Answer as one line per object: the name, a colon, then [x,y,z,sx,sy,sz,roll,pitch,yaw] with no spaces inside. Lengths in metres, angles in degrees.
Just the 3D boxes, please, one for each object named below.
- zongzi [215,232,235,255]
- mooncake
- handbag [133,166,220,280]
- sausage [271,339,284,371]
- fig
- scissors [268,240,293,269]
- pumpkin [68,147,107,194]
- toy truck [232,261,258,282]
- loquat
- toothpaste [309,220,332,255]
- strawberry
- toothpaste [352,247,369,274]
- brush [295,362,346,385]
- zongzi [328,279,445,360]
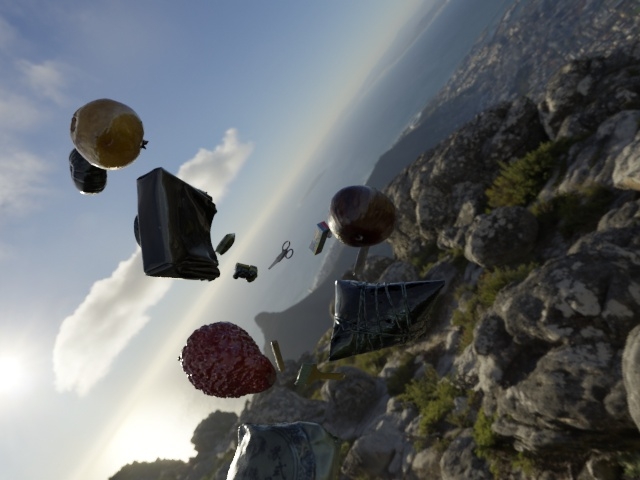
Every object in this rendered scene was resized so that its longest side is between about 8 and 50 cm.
zongzi: [-0.415,0.013,1.779,0.104,0.052,0.113,-50,10,4]
mooncake: [-0.090,0.498,0.806,0.255,0.136,0.250,-15,44,31]
handbag: [-0.373,-0.029,1.098,0.114,0.285,0.257,-19,-18,21]
sausage: [-0.148,0.407,1.418,0.024,0.132,0.024,-10,22,4]
fig: [0.136,-0.085,1.368,0.235,0.235,0.214,-44,54,49]
scissors: [-0.184,0.079,1.825,0.176,0.022,0.085,-45,54,28]
pumpkin: [-0.933,-0.285,1.633,0.140,0.201,0.202,-8,-23,-35]
toy truck: [-0.263,0.111,1.430,0.054,0.083,0.049,-94,28,-45]
loquat: [-0.633,-0.321,1.215,0.208,0.208,0.208,-53,9,12]
toothpaste: [0.000,0.000,1.860,0.044,0.070,0.193,-25,-27,-29]
strawberry: [-0.297,0.396,1.283,0.261,0.261,0.257,-53,45,9]
toothpaste: [0.222,0.037,2.017,0.068,0.099,0.282,18,95,56]
brush: [0.010,0.477,1.427,0.011,0.205,0.083,27,99,57]
zongzi: [0.231,0.222,1.328,0.362,0.384,0.319,105,169,-48]
